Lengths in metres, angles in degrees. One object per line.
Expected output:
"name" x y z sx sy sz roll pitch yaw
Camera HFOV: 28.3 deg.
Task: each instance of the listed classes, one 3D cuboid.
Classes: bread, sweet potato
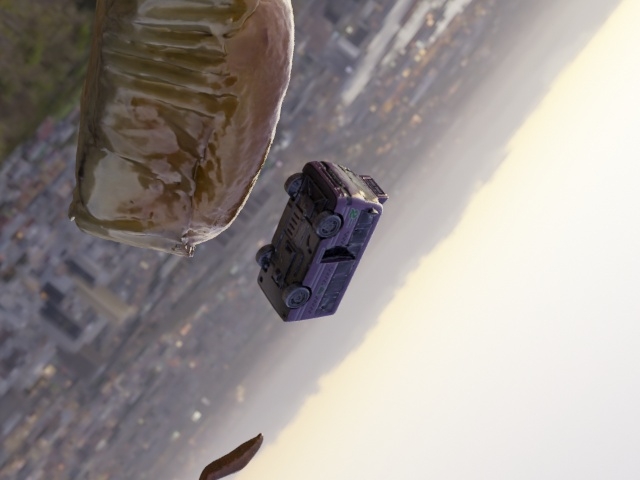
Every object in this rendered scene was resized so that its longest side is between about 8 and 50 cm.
"bread" -0.145 -0.139 1.269 0.388 0.183 0.236 116 -24 -55
"sweet potato" -0.161 0.367 2.024 0.179 0.044 0.044 -39 175 -8

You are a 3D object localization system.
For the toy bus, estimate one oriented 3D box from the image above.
"toy bus" 0.000 0.000 1.417 0.098 0.087 0.178 -1 130 -34
